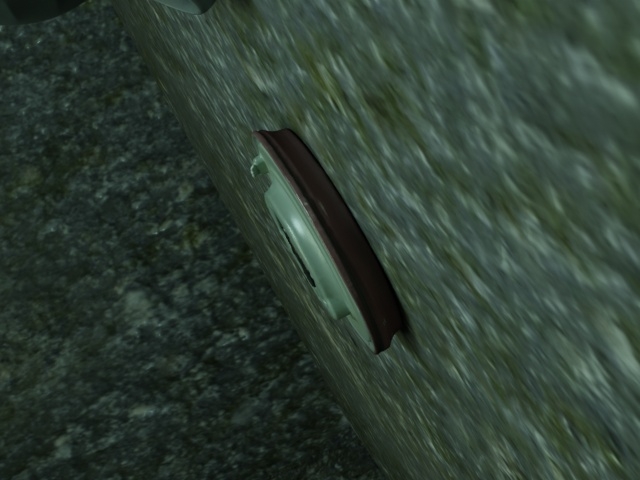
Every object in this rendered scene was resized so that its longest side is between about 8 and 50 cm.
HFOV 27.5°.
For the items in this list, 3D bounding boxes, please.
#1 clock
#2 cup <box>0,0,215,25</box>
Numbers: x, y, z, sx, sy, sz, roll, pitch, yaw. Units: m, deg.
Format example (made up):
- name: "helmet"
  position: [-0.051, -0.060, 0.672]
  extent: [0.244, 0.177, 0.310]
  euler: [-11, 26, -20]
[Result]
- name: "clock"
  position: [-0.001, 0.001, 1.248]
  extent: [0.244, 0.056, 0.244]
  euler: [58, 174, 9]
- name: "cup"
  position: [-0.225, -0.281, 1.057]
  extent: [0.322, 0.237, 0.327]
  euler: [30, 179, -11]
